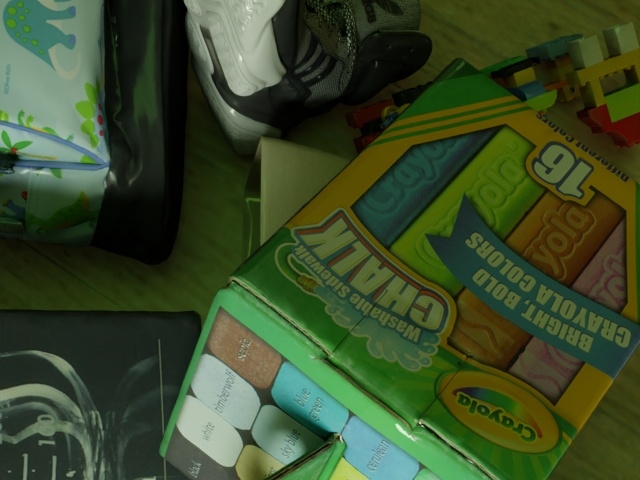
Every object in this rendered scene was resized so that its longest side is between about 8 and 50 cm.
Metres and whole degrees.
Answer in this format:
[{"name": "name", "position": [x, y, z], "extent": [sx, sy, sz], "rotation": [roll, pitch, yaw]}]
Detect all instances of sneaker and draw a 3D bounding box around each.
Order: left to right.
[{"name": "sneaker", "position": [-0.005, -0.150, 0.891], "extent": [0.153, 0.268, 0.101], "rotation": [-24, 78, -10]}]

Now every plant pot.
[{"name": "plant pot", "position": [0.000, 0.000, 0.929], "extent": [0.096, 0.109, 0.109], "rotation": [2, 72, -9]}]

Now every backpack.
[{"name": "backpack", "position": [-0.269, -0.142, 0.888], "extent": [0.355, 0.273, 0.290], "rotation": [2, 74, 0]}]

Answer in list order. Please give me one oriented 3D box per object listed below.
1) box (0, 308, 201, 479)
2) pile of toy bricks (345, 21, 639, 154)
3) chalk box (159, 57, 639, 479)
[{"name": "box", "position": [-0.227, 0.223, 0.771], "extent": [0.312, 0.179, 0.343], "rotation": [1, 71, -20]}, {"name": "pile of toy bricks", "position": [0.127, -0.069, 0.953], "extent": [0.212, 0.118, 0.105], "rotation": [-21, 100, -20]}, {"name": "chalk box", "position": [0.043, 0.077, 0.723], "extent": [0.179, 0.180, 0.289], "rotation": [37, 52, 10]}]
